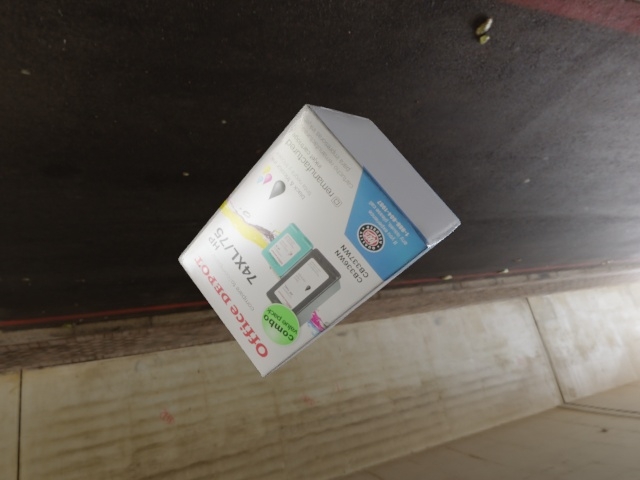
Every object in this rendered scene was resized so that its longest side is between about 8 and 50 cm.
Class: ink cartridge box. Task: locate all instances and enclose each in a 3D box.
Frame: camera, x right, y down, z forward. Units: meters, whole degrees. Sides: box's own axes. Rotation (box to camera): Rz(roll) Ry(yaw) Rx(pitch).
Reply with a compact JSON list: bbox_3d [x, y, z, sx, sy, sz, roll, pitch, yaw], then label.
[{"bbox_3d":[0.000,0.000,0.559,0.270,0.198,0.197,-44,169,26],"label":"ink cartridge box"}]
